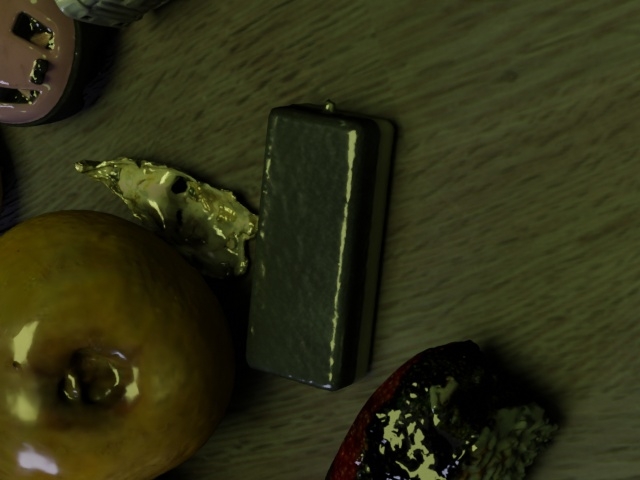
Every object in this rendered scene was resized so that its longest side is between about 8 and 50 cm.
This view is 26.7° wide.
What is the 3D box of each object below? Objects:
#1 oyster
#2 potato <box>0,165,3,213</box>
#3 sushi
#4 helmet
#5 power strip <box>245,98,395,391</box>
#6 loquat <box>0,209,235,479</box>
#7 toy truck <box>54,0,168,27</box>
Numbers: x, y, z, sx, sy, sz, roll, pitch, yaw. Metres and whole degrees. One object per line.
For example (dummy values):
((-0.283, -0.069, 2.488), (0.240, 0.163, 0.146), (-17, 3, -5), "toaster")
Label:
((-0.139, -0.039, 1.322), (0.106, 0.061, 0.200), (-46, 73, 12), "oyster")
((-0.422, -0.066, 1.463), (0.161, 0.128, 0.234), (-23, 83, 19), "potato")
((0.092, 0.201, 1.138), (0.126, 0.136, 0.225), (47, 125, 29), "sushi")
((-0.336, -0.220, 1.363), (0.253, 0.154, 0.198), (33, 115, 21), "helmet")
((0.000, 0.000, 1.212), (0.105, 0.070, 0.256), (14, 106, 30), "power strip")
((-0.212, 0.108, 1.261), (0.275, 0.275, 0.274), (6, 100, 34), "loquat")
((-0.215, -0.387, 1.243), (0.178, 0.176, 0.363), (-17, 86, 23), "toy truck")
